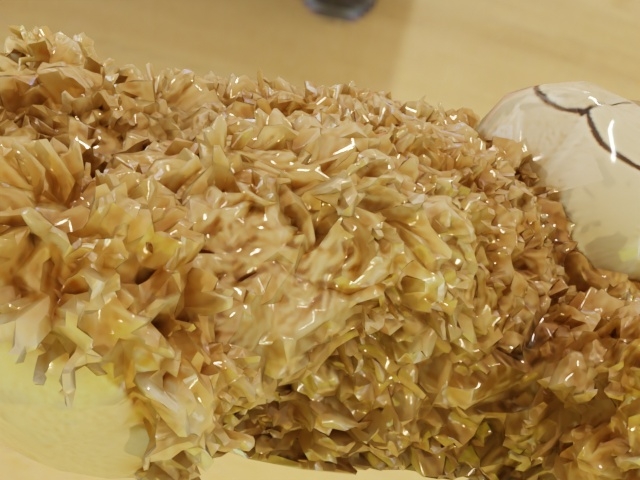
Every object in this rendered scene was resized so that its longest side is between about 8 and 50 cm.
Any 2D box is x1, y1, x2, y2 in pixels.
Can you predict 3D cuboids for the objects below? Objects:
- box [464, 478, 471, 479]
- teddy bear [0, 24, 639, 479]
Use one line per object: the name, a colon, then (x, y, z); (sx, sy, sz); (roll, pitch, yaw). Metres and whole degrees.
box: (0.095, 0.195, 0.824); (0.108, 0.207, 0.153); (-24, 67, 10)
teddy bear: (0.000, 0.000, 0.487); (0.338, 0.245, 0.113); (9, 92, -33)
